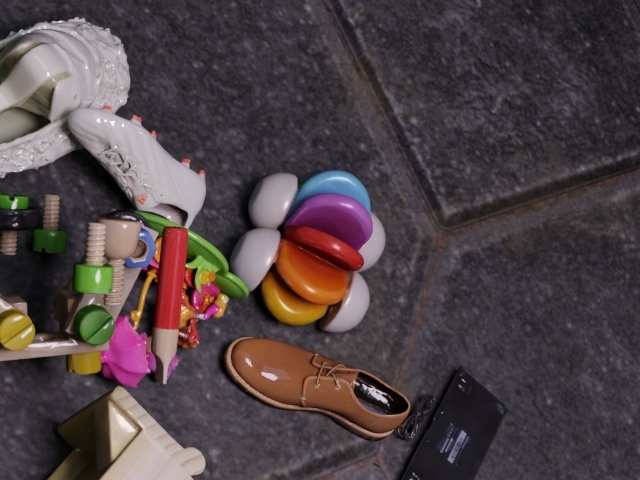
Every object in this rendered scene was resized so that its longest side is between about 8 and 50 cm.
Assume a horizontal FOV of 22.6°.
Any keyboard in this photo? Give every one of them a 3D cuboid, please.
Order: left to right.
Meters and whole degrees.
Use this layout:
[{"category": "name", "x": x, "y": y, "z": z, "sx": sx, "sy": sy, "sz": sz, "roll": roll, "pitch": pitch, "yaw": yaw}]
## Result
[{"category": "keyboard", "x": 0.135, "y": 0.222, "z": 1.786, "sx": 0.108, "sy": 0.023, "sz": 0.180, "roll": 41, "pitch": 53, "yaw": -13}]

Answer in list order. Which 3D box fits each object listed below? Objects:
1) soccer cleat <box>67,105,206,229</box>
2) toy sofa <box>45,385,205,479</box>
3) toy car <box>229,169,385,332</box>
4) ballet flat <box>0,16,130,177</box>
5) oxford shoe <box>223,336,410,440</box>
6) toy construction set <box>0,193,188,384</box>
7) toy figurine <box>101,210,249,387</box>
[{"category": "soccer cleat", "x": -0.193, "y": -0.075, "z": 1.694, "sx": 0.196, "sy": 0.068, "sz": 0.076, "roll": 36, "pitch": 59, "yaw": -42}, {"category": "toy sofa", "x": -0.252, "y": 0.321, "z": 1.450, "sx": 0.177, "sy": 0.150, "sz": 0.362, "roll": 45, "pitch": 54, "yaw": -8}, {"category": "toy car", "x": 0.000, "y": 0.000, "z": 1.750, "sx": 0.159, "sy": 0.136, "sz": 0.182, "roll": 26, "pitch": 57, "yaw": -14}, {"category": "ballet flat", "x": -0.335, "y": -0.133, "z": 1.640, "sx": 0.409, "sy": 0.147, "sz": 0.147, "roll": -35, "pitch": 85, "yaw": -36}, {"category": "oxford shoe", "x": 0.000, "y": 0.147, "z": 1.717, "sx": 0.212, "sy": 0.076, "sz": 0.076, "roll": 21, "pitch": 60, "yaw": -16}, {"category": "toy construction set", "x": -0.256, "y": 0.087, "z": 1.491, "sx": 0.257, "sy": 0.308, "sz": 0.237, "roll": 0, "pitch": 97, "yaw": -49}, {"category": "toy figurine", "x": -0.171, "y": 0.081, "z": 1.656, "sx": 0.173, "sy": 0.130, "sz": 0.159, "roll": 39, "pitch": 65, "yaw": -36}]
